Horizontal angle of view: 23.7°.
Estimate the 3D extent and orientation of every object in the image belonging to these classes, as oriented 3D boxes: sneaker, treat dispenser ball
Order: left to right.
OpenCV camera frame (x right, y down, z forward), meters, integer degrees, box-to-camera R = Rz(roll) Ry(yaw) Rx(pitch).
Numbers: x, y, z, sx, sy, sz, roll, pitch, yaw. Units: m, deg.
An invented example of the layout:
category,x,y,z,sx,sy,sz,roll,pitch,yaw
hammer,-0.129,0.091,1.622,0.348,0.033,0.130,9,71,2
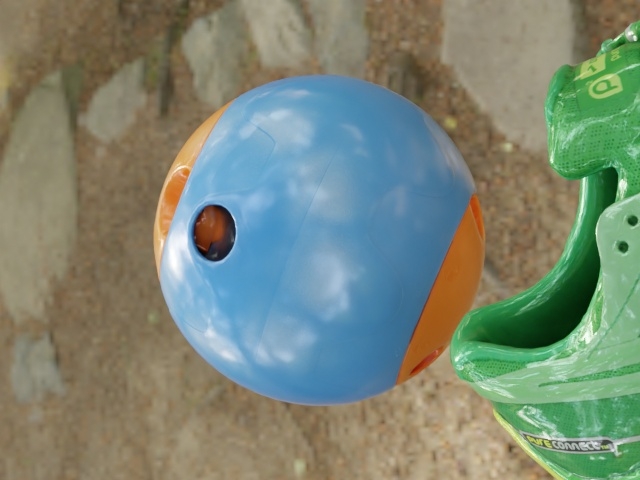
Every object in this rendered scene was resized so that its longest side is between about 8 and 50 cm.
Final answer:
category,x,y,z,sx,sy,sz,roll,pitch,yaw
treat dispenser ball,0.000,0.000,1.325,0.288,0.288,0.288,0,90,55
sneaker,0.138,-0.037,0.485,0.296,0.123,0.109,-59,2,23
